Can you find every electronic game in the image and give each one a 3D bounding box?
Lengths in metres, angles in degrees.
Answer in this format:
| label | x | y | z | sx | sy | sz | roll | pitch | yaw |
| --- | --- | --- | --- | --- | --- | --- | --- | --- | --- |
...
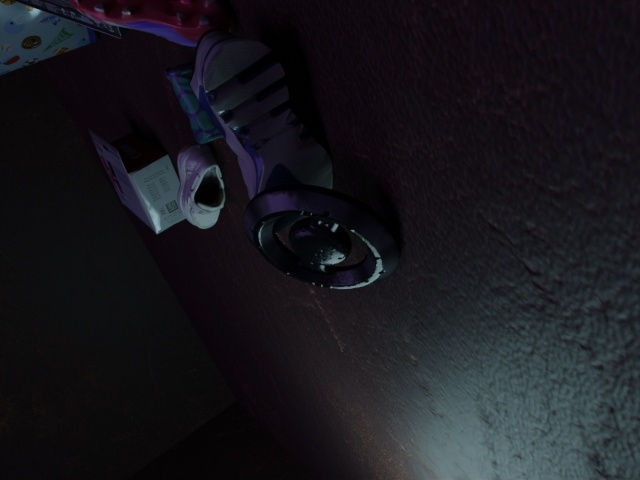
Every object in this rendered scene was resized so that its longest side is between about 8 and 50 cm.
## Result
| label | x | y | z | sx | sy | sz | roll | pitch | yaw |
| --- | --- | --- | --- | --- | --- | --- | --- | --- | --- |
| electronic game | 0.000 | 0.000 | 0.865 | 0.230 | 0.048 | 0.229 | 12 | 147 | 8 |

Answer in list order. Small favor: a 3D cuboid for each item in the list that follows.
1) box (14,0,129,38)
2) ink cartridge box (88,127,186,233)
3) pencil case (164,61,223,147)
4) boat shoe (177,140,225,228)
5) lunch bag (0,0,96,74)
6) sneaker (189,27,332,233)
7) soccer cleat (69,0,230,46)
| label | x | y | z | sx | sy | sz | roll | pitch | yaw |
| --- | --- | --- | --- | --- | --- | --- | --- | --- | --- |
| box | -0.437 | -0.457 | 0.958 | 0.270 | 0.060 | 0.216 | 21 | 151 | 11 |
| ink cartridge box | -0.531 | -0.204 | 1.781 | 0.309 | 0.130 | 0.271 | 31 | 146 | 49 |
| pencil case | -0.232 | -0.254 | 1.132 | 0.070 | 0.064 | 0.151 | 7 | 128 | 43 |
| boat shoe | -0.263 | -0.100 | 1.379 | 0.096 | 0.098 | 0.277 | 49 | 157 | 24 |
| lunch bag | -0.729 | -0.592 | 1.390 | 0.238 | 0.328 | 0.385 | 57 | 161 | 6 |
| sneaker | -0.092 | -0.178 | 0.881 | 0.182 | 0.128 | 0.315 | 56 | 172 | 46 |
| soccer cleat | -0.254 | -0.334 | 0.903 | 0.248 | 0.082 | 0.095 | 12 | 165 | 7 |
